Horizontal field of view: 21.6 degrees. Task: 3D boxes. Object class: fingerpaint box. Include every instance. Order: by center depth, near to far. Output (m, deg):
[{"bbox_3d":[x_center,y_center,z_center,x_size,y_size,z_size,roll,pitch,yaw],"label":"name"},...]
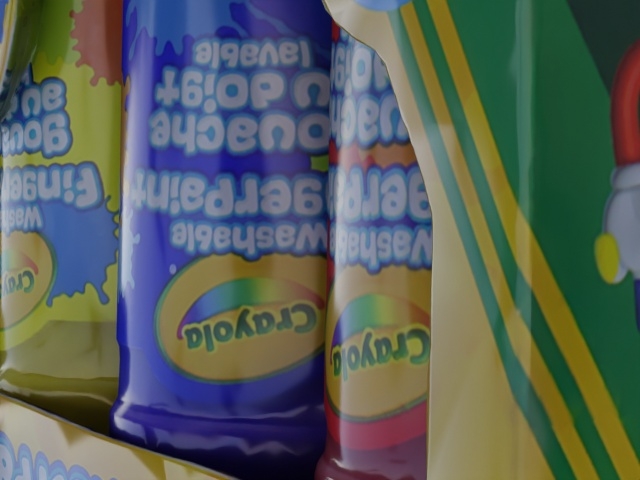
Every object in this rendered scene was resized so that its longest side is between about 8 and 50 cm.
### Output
[{"bbox_3d":[0.000,0.000,0.592,0.163,0.371,0.445,0,-177,-29],"label":"fingerpaint box"}]
